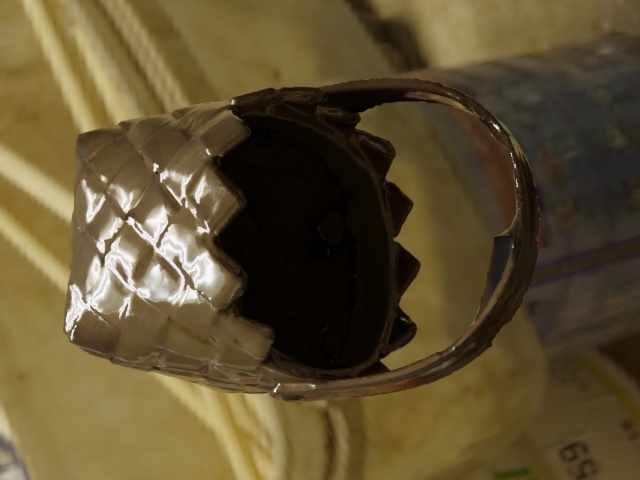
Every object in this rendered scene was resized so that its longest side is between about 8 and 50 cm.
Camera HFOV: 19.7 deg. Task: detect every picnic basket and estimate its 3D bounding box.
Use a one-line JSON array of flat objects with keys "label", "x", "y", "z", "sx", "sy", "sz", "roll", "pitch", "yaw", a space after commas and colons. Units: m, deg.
[{"label": "picnic basket", "x": 0.000, "y": 0.000, "z": 0.725, "sx": 0.178, "sy": 0.138, "sz": 0.128, "roll": -4, "pitch": 76, "yaw": 32}]
